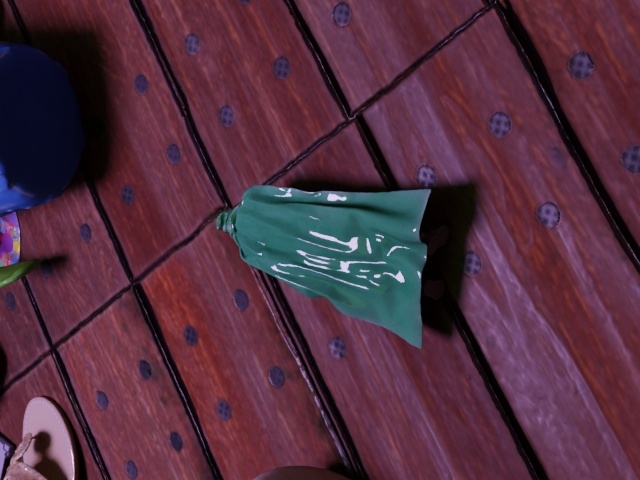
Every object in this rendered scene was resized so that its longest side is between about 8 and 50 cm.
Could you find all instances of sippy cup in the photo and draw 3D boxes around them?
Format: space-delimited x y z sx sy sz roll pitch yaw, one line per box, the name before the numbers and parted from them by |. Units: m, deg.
sippy cup | -0.383 -0.113 1.205 0.224 0.305 0.240 -5 56 27

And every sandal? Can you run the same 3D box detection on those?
sandal | -0.325 0.296 1.276 0.088 0.079 0.240 -12 82 36

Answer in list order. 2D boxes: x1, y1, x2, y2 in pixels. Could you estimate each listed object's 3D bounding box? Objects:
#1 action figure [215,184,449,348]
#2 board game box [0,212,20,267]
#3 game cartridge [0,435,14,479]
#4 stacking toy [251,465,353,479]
action figure | 0.000 0.000 1.004 0.232 0.063 0.137 14 106 33
board game box | -0.423 -0.003 1.362 0.169 0.033 0.133 -20 83 39
game cartridge | -0.401 0.272 1.391 0.056 0.017 0.083 29 113 29
stacking toy | -0.040 0.375 1.054 0.141 0.141 0.330 33 121 31
